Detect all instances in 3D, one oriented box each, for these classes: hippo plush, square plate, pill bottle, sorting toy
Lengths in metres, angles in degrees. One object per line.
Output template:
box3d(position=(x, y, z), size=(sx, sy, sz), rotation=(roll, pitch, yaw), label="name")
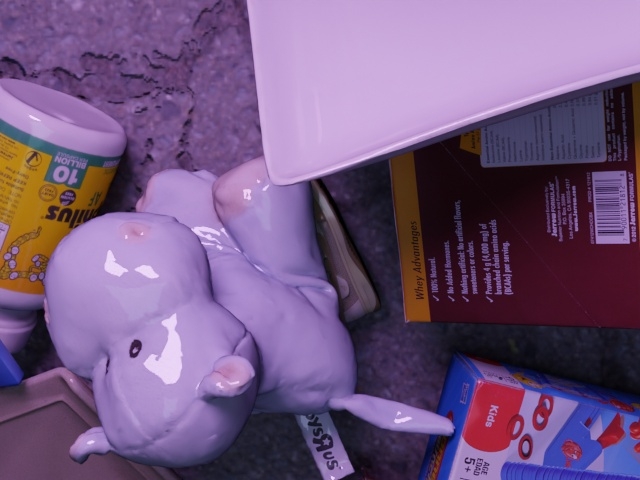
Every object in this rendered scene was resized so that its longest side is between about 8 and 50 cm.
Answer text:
box3d(position=(-0.102, 0.087, 0.693), size=(0.234, 0.236, 0.294), rotation=(-30, 85, 30), label="hippo plush")
box3d(position=(0.115, -0.201, 0.639), size=(0.347, 0.344, 0.049), rotation=(-16, 143, 8), label="square plate")
box3d(position=(-0.249, -0.016, 0.777), size=(0.117, 0.117, 0.209), rotation=(25, 103, -1), label="pill bottle")
box3d(position=(-0.225, 0.183, 0.823), size=(0.195, 0.047, 0.348), rotation=(-19, 125, 26), label="sorting toy")

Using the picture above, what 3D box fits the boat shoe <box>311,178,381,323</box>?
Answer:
box3d(position=(0.000, 0.000, 0.793), size=(0.048, 0.056, 0.153), rotation=(-26, 107, 5), label="boat shoe")

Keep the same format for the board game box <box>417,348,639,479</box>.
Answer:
box3d(position=(0.220, 0.279, 0.779), size=(0.301, 0.086, 0.309), rotation=(14, 96, -6), label="board game box")

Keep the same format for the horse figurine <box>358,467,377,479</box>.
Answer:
box3d(position=(0.081, 0.339, 0.856), size=(0.263, 0.066, 0.174), rotation=(42, 104, -3), label="horse figurine")

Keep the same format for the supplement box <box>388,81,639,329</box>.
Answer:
box3d(position=(0.165, -0.044, 0.698), size=(0.194, 0.129, 0.192), rotation=(0, 104, 28), label="supplement box")
